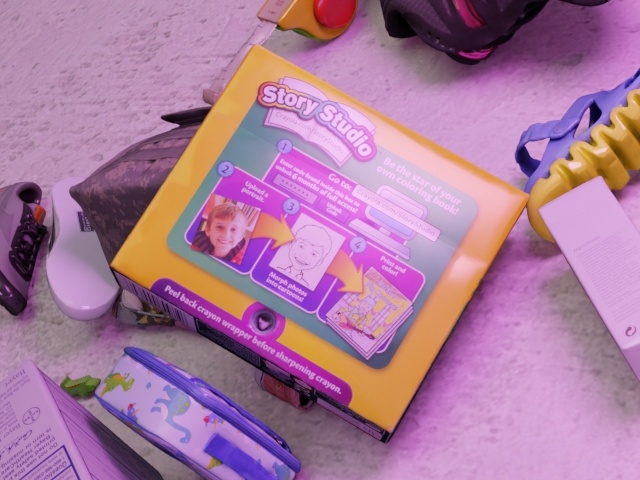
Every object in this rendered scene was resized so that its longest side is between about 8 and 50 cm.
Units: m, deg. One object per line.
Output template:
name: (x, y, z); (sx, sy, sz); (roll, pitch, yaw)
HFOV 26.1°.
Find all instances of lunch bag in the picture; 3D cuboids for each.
lunch bag: (-0.137, -0.089, 1.810); (0.235, 0.169, 0.287); (-1, 30, 46)
lunch bag: (-0.132, 0.213, 1.547); (0.176, 0.219, 0.090); (24, 76, 47)

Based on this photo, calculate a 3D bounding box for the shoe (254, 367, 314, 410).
shoe: (-0.016, 0.110, 1.642); (0.081, 0.063, 0.178); (27, 103, 42)

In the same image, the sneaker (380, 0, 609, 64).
sneaker: (0.235, -0.330, 1.801); (0.185, 0.202, 0.483); (-10, 13, -27)

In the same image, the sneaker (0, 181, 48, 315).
sneaker: (-0.463, 0.001, 2.076); (0.108, 0.100, 0.271); (-25, 42, 7)

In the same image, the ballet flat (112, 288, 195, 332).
ballet flat: (-0.208, 0.076, 1.835); (0.222, 0.079, 0.077); (7, 58, 40)

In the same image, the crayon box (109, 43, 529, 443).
crayon box: (0.000, 0.000, 1.567); (0.363, 0.106, 0.313); (30, 76, 7)

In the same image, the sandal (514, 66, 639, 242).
sandal: (0.344, -0.141, 1.611); (0.317, 0.126, 0.138); (-37, 36, -1)

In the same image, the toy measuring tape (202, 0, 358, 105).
toy measuring tape: (-0.039, -0.307, 2.052); (0.121, 0.121, 0.330); (29, 79, 47)

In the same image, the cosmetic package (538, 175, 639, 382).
cosmetic package: (0.322, 0.050, 1.451); (0.085, 0.117, 0.231); (-30, 43, 9)

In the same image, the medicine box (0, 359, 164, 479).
medicine box: (-0.257, 0.319, 1.504); (0.149, 0.263, 0.289); (-39, 40, 0)

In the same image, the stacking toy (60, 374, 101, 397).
stacking toy: (-0.418, 0.236, 1.816); (0.221, 0.052, 0.167); (-11, 26, 28)

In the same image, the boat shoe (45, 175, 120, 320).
boat shoe: (-0.342, 0.031, 1.960); (0.108, 0.102, 0.301); (0, 36, -17)
